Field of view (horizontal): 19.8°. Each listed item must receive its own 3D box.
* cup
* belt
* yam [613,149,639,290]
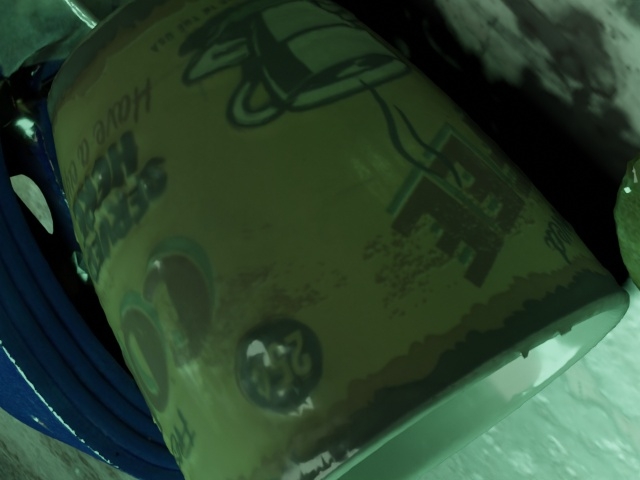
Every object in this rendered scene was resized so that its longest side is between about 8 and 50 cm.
[{"bbox_3d":[0.000,0.000,0.942,0.257,0.227,0.301,58,-176,14],"label":"cup"},{"bbox_3d":[-0.134,-0.013,1.070,0.117,0.212,0.347,17,141,49],"label":"belt"},{"bbox_3d":[0.246,0.015,0.590,0.268,0.161,0.161,34,149,32],"label":"yam"}]
